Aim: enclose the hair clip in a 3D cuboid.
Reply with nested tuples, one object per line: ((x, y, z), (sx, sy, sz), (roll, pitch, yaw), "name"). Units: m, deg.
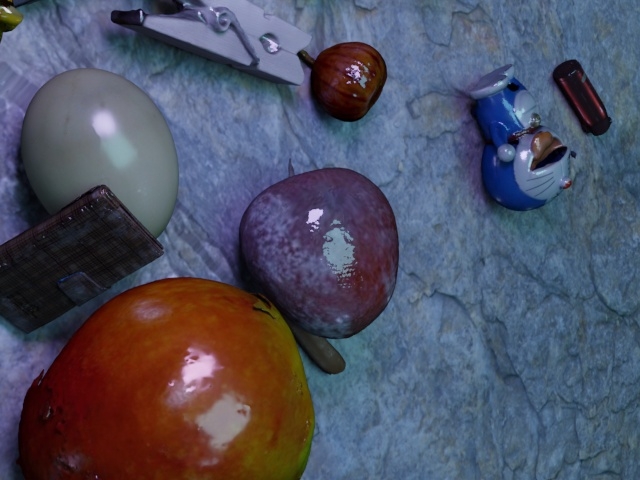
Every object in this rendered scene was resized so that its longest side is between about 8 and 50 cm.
((-0.139, -0.299, 1.576), (0.331, 0.085, 0.101), (16, 85, -48), "hair clip")

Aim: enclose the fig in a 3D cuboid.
((0.031, -0.246, 1.736), (0.150, 0.128, 0.128), (-2, 92, -13), "fig")

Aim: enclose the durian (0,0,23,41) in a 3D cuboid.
((-0.468, -0.313, 1.217), (0.293, 0.258, 0.258), (9, 84, -59), "durian")

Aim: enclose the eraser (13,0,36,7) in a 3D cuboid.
((-0.297, -0.390, 1.479), (0.352, 0.061, 0.089), (-34, 112, -37), "eraser")

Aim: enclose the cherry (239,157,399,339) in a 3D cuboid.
((0.000, 0.000, 1.634), (0.236, 0.213, 0.285), (-13, 71, -16), "cherry")

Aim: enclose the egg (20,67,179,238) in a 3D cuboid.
((-0.273, -0.099, 1.416), (0.186, 0.186, 0.241), (-32, 109, -37), "egg")

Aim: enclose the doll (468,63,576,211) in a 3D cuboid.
((0.351, -0.181, 1.985), (0.215, 0.161, 0.256), (-44, 117, -49), "doll")

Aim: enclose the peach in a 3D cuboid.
((-0.191, 0.221, 1.402), (0.370, 0.370, 0.370), (0, 90, -41), "peach")

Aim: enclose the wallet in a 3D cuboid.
((-0.315, 0.026, 1.373), (0.124, 0.230, 0.042), (49, 21, -33), "wallet")

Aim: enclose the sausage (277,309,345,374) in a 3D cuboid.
((-0.019, 0.140, 1.737), (0.043, 0.043, 0.186), (-51, 121, -29), "sausage")

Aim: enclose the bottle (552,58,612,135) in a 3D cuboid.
((0.511, -0.273, 2.192), (0.164, 0.060, 0.060), (50, 60, -30), "bottle")
